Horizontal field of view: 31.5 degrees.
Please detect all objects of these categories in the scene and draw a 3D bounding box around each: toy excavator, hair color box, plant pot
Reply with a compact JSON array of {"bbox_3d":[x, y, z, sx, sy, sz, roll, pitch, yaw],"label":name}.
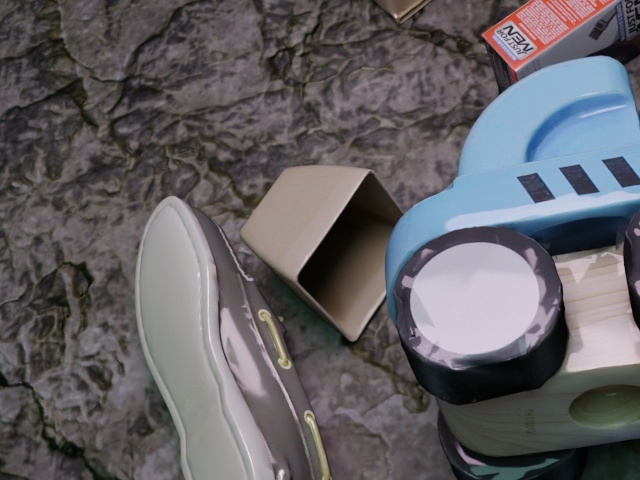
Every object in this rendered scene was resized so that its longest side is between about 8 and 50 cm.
[{"bbox_3d":[0.255,-0.070,0.834,0.432,0.222,0.445,-11,53,12],"label":"toy excavator"},{"bbox_3d":[0.224,-0.179,0.949,0.167,0.093,0.053,-34,59,0],"label":"hair color box"},{"bbox_3d":[0.000,0.000,0.934,0.096,0.109,0.109,23,73,40],"label":"plant pot"}]

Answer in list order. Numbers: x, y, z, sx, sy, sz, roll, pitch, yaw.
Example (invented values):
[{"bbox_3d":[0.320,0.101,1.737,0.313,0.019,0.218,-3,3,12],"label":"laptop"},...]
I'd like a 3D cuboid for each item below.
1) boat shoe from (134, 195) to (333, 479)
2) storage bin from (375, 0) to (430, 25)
[{"bbox_3d":[-0.073,0.096,0.913,0.109,0.091,0.305,-48,49,36],"label":"boat shoe"},{"bbox_3d":[0.100,-0.369,0.988,0.260,0.262,0.123,-39,60,-3],"label":"storage bin"}]
